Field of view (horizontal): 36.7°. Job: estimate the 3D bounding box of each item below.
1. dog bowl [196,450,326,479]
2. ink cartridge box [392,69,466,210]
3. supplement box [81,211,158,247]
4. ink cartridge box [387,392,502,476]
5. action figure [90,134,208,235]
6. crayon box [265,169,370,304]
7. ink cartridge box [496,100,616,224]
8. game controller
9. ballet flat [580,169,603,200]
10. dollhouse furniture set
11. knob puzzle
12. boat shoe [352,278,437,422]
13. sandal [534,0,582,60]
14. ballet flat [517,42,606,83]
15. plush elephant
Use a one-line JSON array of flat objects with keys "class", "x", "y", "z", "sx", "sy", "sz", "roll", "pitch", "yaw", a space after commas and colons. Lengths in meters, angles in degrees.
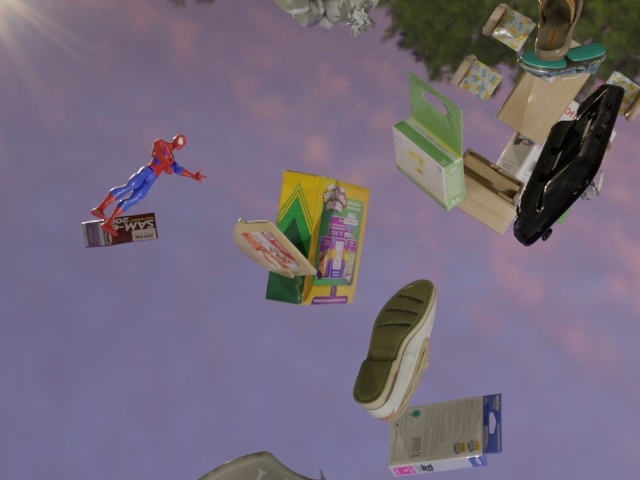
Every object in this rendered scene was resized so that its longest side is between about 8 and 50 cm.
[{"class": "dog bowl", "x": -0.117, "y": 0.530, "z": 1.663, "sx": 0.348, "sy": 0.349, "sz": 0.102, "roll": -7, "pitch": -148, "yaw": -29}, {"class": "ink cartridge box", "x": 0.208, "y": -0.192, "z": 1.872, "sx": 0.056, "sy": 0.235, "sz": 0.171, "roll": -32, "pitch": -130, "yaw": -16}, {"class": "supplement box", "x": -0.521, "y": -0.025, "z": 2.486, "sx": 0.130, "sy": 0.073, "sz": 0.239, "roll": -9, "pitch": -177, "yaw": -29}, {"class": "ink cartridge box", "x": 0.333, "y": 0.510, "z": 2.527, "sx": 0.311, "sy": 0.065, "sz": 0.186, "roll": -15, "pitch": -138, "yaw": 24}, {"class": "action figure", "x": -0.365, "y": -0.125, "z": 2.146, "sx": 0.139, "sy": 0.091, "sz": 0.280, "roll": 22, "pitch": -117, "yaw": 27}, {"class": "crayon box", "x": 0.000, "y": 0.000, "z": 2.433, "sx": 0.106, "sy": 0.313, "sz": 0.363, "roll": 8, "pitch": 180, "yaw": 22}, {"class": "ink cartridge box", "x": 0.590, "y": -0.214, "z": 2.462, "sx": 0.201, "sy": 0.278, "sz": 0.117, "roll": 27, "pitch": -174, "yaw": -26}, {"class": "game controller", "x": 0.367, "y": -0.117, "z": 1.408, "sx": 0.067, "sy": 0.166, "sz": 0.319, "roll": 42, "pitch": -140, "yaw": -7}, {"class": "ballet flat", "x": 0.446, "y": -0.119, "z": 1.589, "sx": 0.041, "sy": 0.114, "sz": 0.041, "roll": 3, "pitch": 156, "yaw": 1}, {"class": "dollhouse furniture set", "x": 0.428, "y": -0.243, "z": 2.036, "sx": 0.362, "sy": 0.394, "sz": 0.256, "roll": 33, "pitch": -159, "yaw": 5}, {"class": "knob puzzle", "x": -0.115, "y": 0.012, "z": 2.130, "sx": 0.213, "sy": 0.213, "sz": 0.030, "roll": 15, "pitch": -121, "yaw": 31}, {"class": "boat shoe", "x": 0.163, "y": 0.222, "z": 1.946, "sx": 0.113, "sy": 0.103, "sz": 0.302, "roll": 5, "pitch": -123, "yaw": 43}, {"class": "sandal", "x": 0.375, "y": -0.364, "z": 1.540, "sx": 0.072, "sy": 0.049, "sz": 0.180, "roll": -1, "pitch": -125, "yaw": 28}, {"class": "ballet flat", "x": 0.457, "y": -0.330, "z": 1.837, "sx": 0.188, "sy": 0.070, "sz": 0.070, "roll": -9, "pitch": -159, "yaw": -16}, {"class": "plush elephant", "x": 0.011, "y": -0.643, "z": 2.302, "sx": 0.272, "sy": 0.255, "sz": 0.330, "roll": -36, "pitch": -149, "yaw": 11}]
